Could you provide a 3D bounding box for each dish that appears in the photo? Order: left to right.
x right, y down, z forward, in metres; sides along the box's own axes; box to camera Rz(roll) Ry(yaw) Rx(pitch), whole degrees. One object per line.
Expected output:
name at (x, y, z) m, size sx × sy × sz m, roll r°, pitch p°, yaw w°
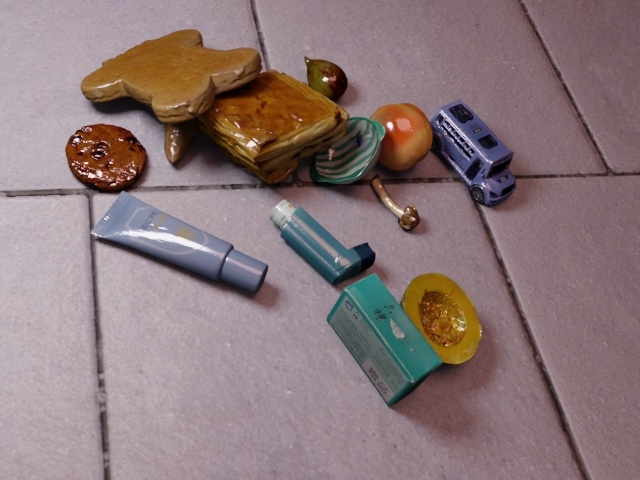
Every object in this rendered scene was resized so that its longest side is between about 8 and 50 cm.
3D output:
dish at (0.077, -0.227, 1.795) m, size 0.078 × 0.224 × 0.246 m, roll 40°, pitch 23°, yaw -46°

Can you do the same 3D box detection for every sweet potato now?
sweet potato at (-0.325, -0.333, 1.754) m, size 0.114 × 0.092 × 0.342 m, roll 37°, pitch 53°, yaw -13°

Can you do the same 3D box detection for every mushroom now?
mushroom at (0.188, -0.105, 1.793) m, size 0.060 × 0.061 × 0.187 m, roll -27°, pitch 65°, yaw -25°

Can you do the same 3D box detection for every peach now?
peach at (0.210, -0.275, 1.843) m, size 0.184 × 0.184 × 0.184 m, roll 8°, pitch 56°, yaw -13°

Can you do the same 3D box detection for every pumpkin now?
pumpkin at (0.251, 0.194, 1.585) m, size 0.217 × 0.110 × 0.217 m, roll 20°, pitch 49°, yaw -25°

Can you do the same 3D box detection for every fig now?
fig at (0.004, -0.455, 1.935) m, size 0.154 × 0.103 × 0.109 m, roll 43°, pitch 33°, yaw 2°

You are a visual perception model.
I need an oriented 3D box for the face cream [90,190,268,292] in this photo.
face cream at (-0.302, 0.010, 1.543) m, size 0.385 × 0.086 × 0.136 m, roll 23°, pitch 53°, yaw 4°

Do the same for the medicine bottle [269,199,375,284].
medicine bottle at (0.000, 0.000, 1.646) m, size 0.258 × 0.079 × 0.124 m, roll 40°, pitch 58°, yaw 11°

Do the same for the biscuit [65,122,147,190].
biscuit at (-0.500, -0.200, 1.636) m, size 0.192 × 0.049 × 0.192 m, roll 11°, pitch 55°, yaw -16°

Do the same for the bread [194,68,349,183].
bread at (-0.127, -0.279, 1.734) m, size 0.277 × 0.167 × 0.324 m, roll 39°, pitch 49°, yaw 25°

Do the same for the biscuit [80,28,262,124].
biscuit at (-0.354, -0.406, 1.718) m, size 0.394 × 0.076 × 0.368 m, roll 19°, pitch 46°, yaw 32°

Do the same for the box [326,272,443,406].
box at (0.132, 0.214, 1.501) m, size 0.092 × 0.153 × 0.245 m, roll -25°, pitch 69°, yaw -29°

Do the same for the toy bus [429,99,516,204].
toy bus at (0.424, -0.242, 1.909) m, size 0.125 × 0.133 × 0.292 m, roll -26°, pitch 69°, yaw -31°
